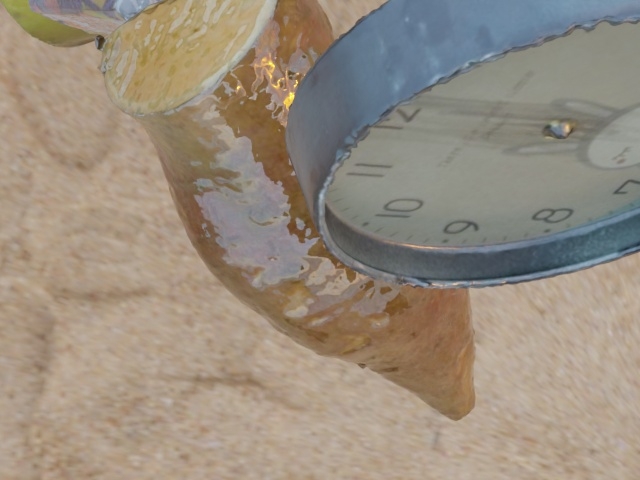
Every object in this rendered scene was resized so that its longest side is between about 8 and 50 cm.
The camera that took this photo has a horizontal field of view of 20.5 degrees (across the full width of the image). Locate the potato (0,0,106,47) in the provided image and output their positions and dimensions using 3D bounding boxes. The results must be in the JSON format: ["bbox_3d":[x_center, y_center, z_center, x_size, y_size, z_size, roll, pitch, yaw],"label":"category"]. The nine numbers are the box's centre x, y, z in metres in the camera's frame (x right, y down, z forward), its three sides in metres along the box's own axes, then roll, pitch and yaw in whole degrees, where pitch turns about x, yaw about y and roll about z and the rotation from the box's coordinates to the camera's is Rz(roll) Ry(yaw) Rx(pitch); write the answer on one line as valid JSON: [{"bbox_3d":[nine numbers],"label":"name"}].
[{"bbox_3d":[-0.134,-0.312,1.669,0.280,0.330,0.212,-8,100,23],"label":"potato"}]

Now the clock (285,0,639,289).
[{"bbox_3d":[0.094,-0.045,0.701,0.215,0.215,0.042,-18,64,10],"label":"clock"}]

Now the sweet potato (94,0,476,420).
[{"bbox_3d":[0.002,0.000,1.008,0.131,0.131,0.336,-22,122,15],"label":"sweet potato"}]

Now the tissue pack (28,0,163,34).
[{"bbox_3d":[-0.118,-0.180,1.084,0.148,0.060,0.108,15,87,59],"label":"tissue pack"}]
